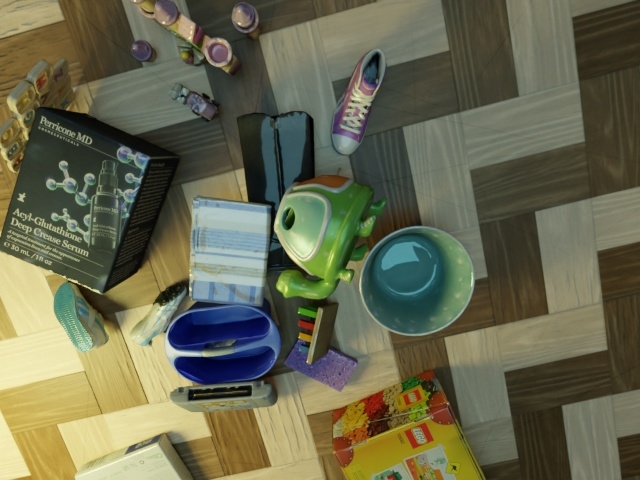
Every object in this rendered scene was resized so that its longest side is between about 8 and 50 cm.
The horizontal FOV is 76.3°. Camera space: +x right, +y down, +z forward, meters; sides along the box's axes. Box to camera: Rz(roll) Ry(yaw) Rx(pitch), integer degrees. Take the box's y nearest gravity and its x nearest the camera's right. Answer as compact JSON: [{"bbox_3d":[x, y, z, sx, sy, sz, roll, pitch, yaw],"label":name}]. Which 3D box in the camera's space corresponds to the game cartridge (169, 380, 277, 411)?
[{"bbox_3d":[-0.286,0.484,1.256,0.296,0.062,0.198,-4,146,0],"label":"game cartridge"}]

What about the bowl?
[{"bbox_3d":[0.260,0.097,1.171,0.311,0.163,0.312,0,103,0],"label":"bowl"}]

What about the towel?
[{"bbox_3d":[-0.241,0.030,1.081,0.209,0.034,0.285,5,100,-3],"label":"towel"}]

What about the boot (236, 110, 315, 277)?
[{"bbox_3d":[-0.192,-0.123,1.133,0.366,0.146,0.446,-3,105,-7],"label":"boot"}]

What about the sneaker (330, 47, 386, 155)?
[{"bbox_3d":[0.096,-0.362,1.073,0.102,0.161,0.282,15,104,-4],"label":"sneaker"}]

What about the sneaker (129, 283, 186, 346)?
[{"bbox_3d":[-0.486,0.229,1.258,0.237,0.085,0.086,-48,124,6],"label":"sneaker"}]

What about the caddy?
[{"bbox_3d":[-0.283,0.295,1.213,0.340,0.179,0.242,-8,101,3],"label":"caddy"}]

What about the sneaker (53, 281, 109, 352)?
[{"bbox_3d":[-0.737,0.233,1.254,0.087,0.092,0.229,-31,81,9],"label":"sneaker"}]

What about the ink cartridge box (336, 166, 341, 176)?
[{"bbox_3d":[0.054,-0.110,1.156,0.061,0.104,0.182,17,103,-3],"label":"ink cartridge box"}]

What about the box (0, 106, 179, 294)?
[{"bbox_3d":[-0.617,-0.108,1.110,0.293,0.212,0.396,24,101,-4],"label":"box"}]

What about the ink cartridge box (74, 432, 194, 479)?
[{"bbox_3d":[-0.607,0.857,1.398,0.323,0.071,0.330,-23,105,5],"label":"ink cartridge box"}]

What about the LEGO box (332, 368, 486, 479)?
[{"bbox_3d":[0.306,0.729,1.295,0.372,0.193,0.501,-25,101,6],"label":"LEGO box"}]

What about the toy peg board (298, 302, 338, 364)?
[{"bbox_3d":[-0.019,0.262,1.211,0.079,0.161,0.161,13,91,19],"label":"toy peg board"}]

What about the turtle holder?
[{"bbox_3d":[0.008,-0.016,1.025,0.227,0.243,0.321,23,135,8],"label":"turtle holder"}]

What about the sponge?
[{"bbox_3d":[0.002,0.391,1.306,0.210,0.031,0.117,28,100,-4],"label":"sponge"}]

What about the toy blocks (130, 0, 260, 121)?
[{"bbox_3d":[-0.338,-0.503,0.994,0.288,0.260,0.309,34,101,-7],"label":"toy blocks"}]

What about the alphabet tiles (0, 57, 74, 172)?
[{"bbox_3d":[-0.703,-0.313,1.025,0.021,0.284,0.278,26,62,-14],"label":"alphabet tiles"}]
